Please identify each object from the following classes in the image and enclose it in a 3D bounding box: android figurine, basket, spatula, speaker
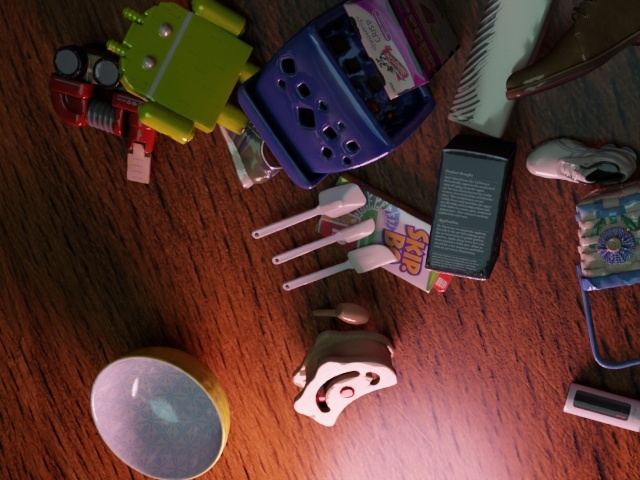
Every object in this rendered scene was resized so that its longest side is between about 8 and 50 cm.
[{"bbox_3d":[-0.225,-0.295,1.778,0.273,0.056,0.248,29,81,-18],"label":"android figurine"},{"bbox_3d":[0.523,0.047,1.649,0.255,0.201,0.288,-16,97,25],"label":"basket"},{"bbox_3d":[0.000,0.000,1.898,0.242,0.019,0.168,-19,113,30],"label":"spatula"},{"bbox_3d":[0.503,0.295,1.855,0.136,0.055,0.055,15,117,14],"label":"speaker"}]

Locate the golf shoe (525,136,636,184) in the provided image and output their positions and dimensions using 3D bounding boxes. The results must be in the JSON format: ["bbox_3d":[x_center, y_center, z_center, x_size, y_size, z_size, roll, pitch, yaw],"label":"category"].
[{"bbox_3d":[0.413,-0.122,1.682,0.176,0.086,0.069,1,115,21],"label":"golf shoe"}]

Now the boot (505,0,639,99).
[{"bbox_3d":[0.397,-0.309,1.558,0.305,0.112,0.115,-29,95,0],"label":"boot"}]

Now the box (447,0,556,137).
[{"bbox_3d":[0.292,-0.308,1.629,0.094,0.113,0.275,22,118,11],"label":"box"}]

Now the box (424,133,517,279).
[{"bbox_3d":[0.248,-0.058,1.717,0.108,0.153,0.207,10,106,13],"label":"box"}]

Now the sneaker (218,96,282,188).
[{"bbox_3d":[-0.127,-0.194,1.870,0.086,0.064,0.192,-17,103,13],"label":"sneaker"}]

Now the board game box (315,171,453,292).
[{"bbox_3d":[0.128,-0.009,1.871,0.260,0.039,0.124,27,120,4],"label":"board game box"}]

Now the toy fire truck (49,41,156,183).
[{"bbox_3d":[-0.374,-0.221,1.911,0.217,0.158,0.246,16,107,12],"label":"toy fire truck"}]

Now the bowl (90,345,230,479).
[{"bbox_3d":[-0.296,0.321,2.105,0.290,0.156,0.289,8,115,17],"label":"bowl"}]

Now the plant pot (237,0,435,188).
[{"bbox_3d":[0.016,-0.232,1.701,0.212,0.236,0.236,-28,102,35],"label":"plant pot"}]

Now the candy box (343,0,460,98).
[{"bbox_3d":[0.129,-0.327,1.608,0.071,0.233,0.159,-22,103,27],"label":"candy box"}]

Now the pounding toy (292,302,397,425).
[{"bbox_3d":[0.052,0.215,1.979,0.154,0.154,0.269,15,132,-19],"label":"pounding toy"}]
